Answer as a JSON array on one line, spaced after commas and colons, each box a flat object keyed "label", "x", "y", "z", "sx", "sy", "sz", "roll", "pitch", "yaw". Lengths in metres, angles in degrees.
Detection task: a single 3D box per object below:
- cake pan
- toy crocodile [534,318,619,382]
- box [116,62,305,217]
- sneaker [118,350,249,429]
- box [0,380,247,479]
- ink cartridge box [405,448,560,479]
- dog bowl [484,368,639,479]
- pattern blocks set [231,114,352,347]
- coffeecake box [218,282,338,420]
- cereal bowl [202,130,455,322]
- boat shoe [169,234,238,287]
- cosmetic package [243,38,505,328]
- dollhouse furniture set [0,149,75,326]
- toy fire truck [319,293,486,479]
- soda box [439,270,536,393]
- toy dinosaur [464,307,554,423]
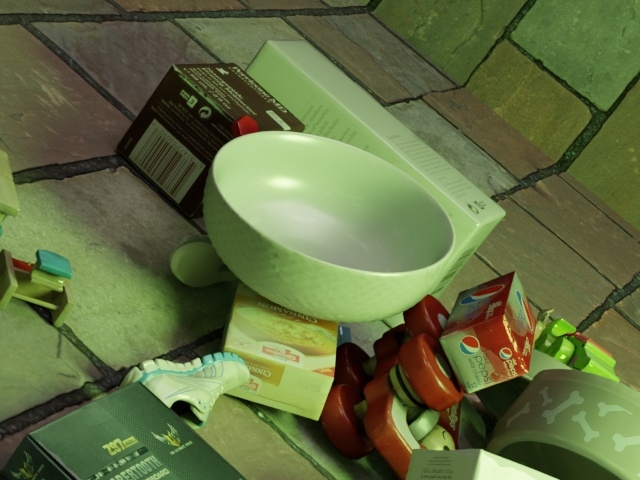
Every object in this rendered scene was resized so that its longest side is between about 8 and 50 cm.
[{"label": "cake pan", "x": 0.333, "y": 0.245, "z": 2.084, "sx": 0.293, "sy": 0.054, "sz": 0.293, "roll": 37, "pitch": -17, "yaw": 13}, {"label": "toy crocodile", "x": 0.423, "y": 0.197, "z": 2.500, "sx": 0.115, "sy": 0.105, "sz": 0.340, "roll": 35, "pitch": -2, "yaw": -3}, {"label": "box", "x": -0.165, "y": -0.157, "z": 2.298, "sx": 0.168, "sy": 0.167, "sz": 0.203, "roll": 42, "pitch": 21, "yaw": 13}, {"label": "sneaker", "x": -0.147, "y": 0.183, "z": 1.766, "sx": 0.191, "sy": 0.071, "sz": 0.083, "roll": -5, "pitch": 52, "yaw": -49}, {"label": "box", "x": -0.191, "y": 0.247, "z": 1.554, "sx": 0.183, "sy": 0.059, "sz": 0.233, "roll": 40, "pitch": 20, "yaw": 13}, {"label": "ink cartridge box", "x": 0.226, "y": 0.408, "z": 1.707, "sx": 0.309, "sy": 0.271, "sz": 0.130, "roll": 25, "pitch": -20, "yaw": -29}, {"label": "dog bowl", "x": 0.360, "y": 0.325, "z": 1.928, "sx": 0.349, "sy": 0.348, "sz": 0.102, "roll": 39, "pitch": 59, "yaw": 6}, {"label": "pattern blocks set", "x": -0.035, "y": 0.005, "z": 2.148, "sx": 0.285, "sy": 0.026, "sz": 0.324, "roll": 23, "pitch": 57, "yaw": -38}, {"label": "coffeecake box", "x": -0.055, "y": 0.140, "z": 1.937, "sx": 0.142, "sy": 0.068, "sz": 0.185, "roll": 17, "pitch": 23, "yaw": -5}, {"label": "cereal bowl", "x": 0.000, "y": 0.000, "z": 2.001, "sx": 0.339, "sy": 0.141, "sz": 0.339, "roll": 15, "pitch": 30, "yaw": -9}, {"label": "boat shoe", "x": -0.162, "y": 0.019, "z": 2.086, "sx": 0.063, "sy": 0.066, "sz": 0.184, "roll": 30, "pitch": 19, "yaw": 24}, {"label": "cosmetic package", "x": 0.043, "y": -0.097, "z": 2.420, "sx": 0.453, "sy": 0.230, "sz": 0.161, "roll": 42, "pitch": 21, "yaw": 11}, {"label": "dollhouse furniture set", "x": -0.359, "y": -0.012, "z": 1.737, "sx": 0.184, "sy": 0.129, "sz": 0.129, "roll": 22, "pitch": 25, "yaw": -31}, {"label": "toy fire truck", "x": 0.140, "y": 0.237, "z": 1.992, "sx": 0.254, "sy": 0.169, "sz": 0.302, "roll": 52, "pitch": 18, "yaw": -14}, {"label": "soda box", "x": 0.226, "y": 0.118, "z": 1.989, "sx": 0.263, "sy": 0.092, "sz": 0.083, "roll": -48, "pitch": 115, "yaw": -74}, {"label": "toy dinosaur", "x": 0.300, "y": 0.235, "z": 2.295, "sx": 0.296, "sy": 0.127, "sz": 0.200, "roll": -28, "pitch": 99, "yaw": -52}]
